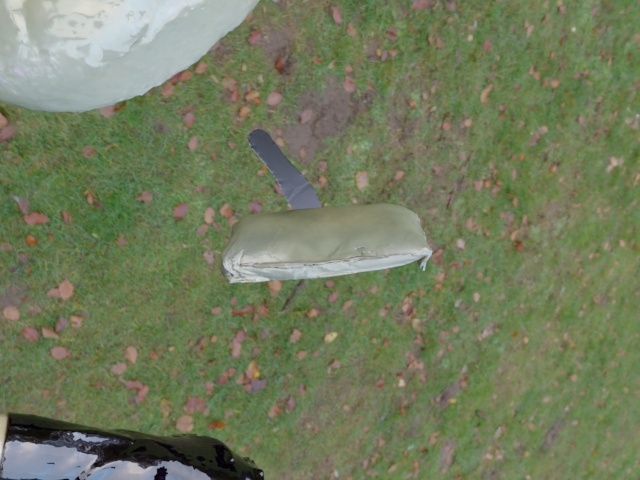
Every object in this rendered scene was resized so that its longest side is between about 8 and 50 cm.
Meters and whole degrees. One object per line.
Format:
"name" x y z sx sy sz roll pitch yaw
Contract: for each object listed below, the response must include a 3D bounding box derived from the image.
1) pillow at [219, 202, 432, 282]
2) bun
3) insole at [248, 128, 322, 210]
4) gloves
"pillow" 0.000 0.000 0.528 0.208 0.119 0.053 -4 117 3
"bun" -0.192 -0.282 0.396 0.365 0.365 0.219 -43 157 -16
"insole" -0.040 -0.076 0.643 0.135 0.002 0.045 52 54 -8
"gloves" -0.183 0.194 0.378 0.300 0.152 0.197 21 125 -5
